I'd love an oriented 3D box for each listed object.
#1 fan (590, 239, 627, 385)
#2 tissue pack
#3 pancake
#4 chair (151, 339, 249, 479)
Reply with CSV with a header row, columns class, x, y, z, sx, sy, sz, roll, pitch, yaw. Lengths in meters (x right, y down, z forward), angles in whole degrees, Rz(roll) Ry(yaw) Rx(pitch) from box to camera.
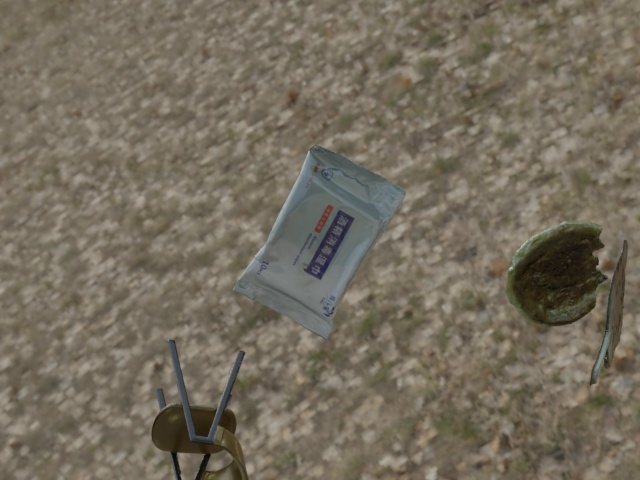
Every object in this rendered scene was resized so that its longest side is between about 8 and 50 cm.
class,x,y,z,sx,sy,sz,roll,pitch,yaw
fan,0.354,0.105,1.286,0.008,0.153,0.227,8,30,22
tissue pack,0.000,0.000,1.183,0.193,0.122,0.026,-61,8,4
pancake,0.259,0.039,1.151,0.116,0.130,0.023,-17,29,-5
chair,-0.203,0.323,1.813,0.172,0.159,0.247,9,47,-10
